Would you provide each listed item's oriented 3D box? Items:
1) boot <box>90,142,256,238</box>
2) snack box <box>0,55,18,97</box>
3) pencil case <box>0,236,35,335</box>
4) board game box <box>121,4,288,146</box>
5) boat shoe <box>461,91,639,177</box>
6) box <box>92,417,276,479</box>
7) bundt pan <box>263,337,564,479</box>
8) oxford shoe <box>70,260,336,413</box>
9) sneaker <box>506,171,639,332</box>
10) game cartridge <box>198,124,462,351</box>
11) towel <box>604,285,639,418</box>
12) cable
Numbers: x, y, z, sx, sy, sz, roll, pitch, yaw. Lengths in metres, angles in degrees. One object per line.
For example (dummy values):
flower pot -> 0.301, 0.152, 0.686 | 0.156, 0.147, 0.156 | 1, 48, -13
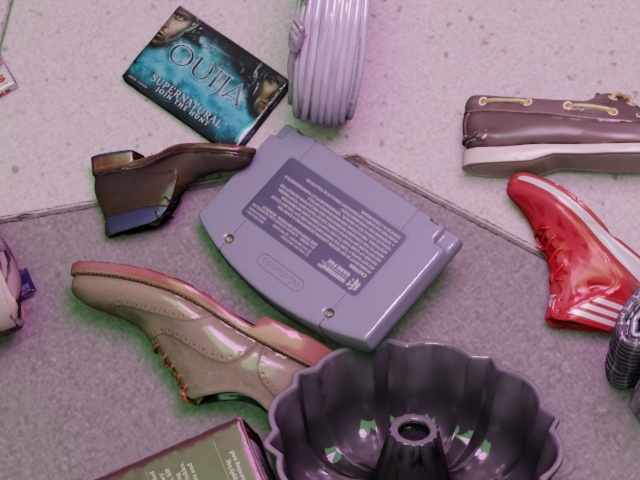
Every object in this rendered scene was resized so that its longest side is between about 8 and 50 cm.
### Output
boot -> -0.182, -0.064, 1.759 | 0.219, 0.082, 0.106 | -6, 84, 18
snack box -> -0.491, -0.186, 1.844 | 0.178, 0.022, 0.064 | -31, 76, -4
pencil case -> -0.561, 0.099, 1.702 | 0.410, 0.160, 0.183 | -23, 34, -1
board game box -> -0.148, -0.208, 1.820 | 0.186, 0.026, 0.126 | 35, 81, 13
boat shoe -> 0.336, -0.135, 1.718 | 0.324, 0.116, 0.097 | -2, 78, 10
box -> -0.141, 0.325, 1.602 | 0.203, 0.167, 0.169 | -23, 75, -2
bundt pan -> 0.102, 0.255, 1.565 | 0.330, 0.124, 0.331 | 0, 35, 0
oxford shoe -> -0.157, 0.126, 1.682 | 0.348, 0.123, 0.130 | 22, 80, 10
sneaker -> 0.288, 0.024, 1.692 | 0.221, 0.087, 0.128 | 40, 80, 14
game cartridge -> 0.000, 0.000, 1.699 | 0.297, 0.062, 0.198 | 36, 82, 30
towel -> 0.454, 0.072, 1.590 | 0.283, 0.235, 0.121 | -35, 69, -5
cable -> 0.014, -0.269, 1.707 | 0.089, 0.257, 0.257 | 6, 54, 1
